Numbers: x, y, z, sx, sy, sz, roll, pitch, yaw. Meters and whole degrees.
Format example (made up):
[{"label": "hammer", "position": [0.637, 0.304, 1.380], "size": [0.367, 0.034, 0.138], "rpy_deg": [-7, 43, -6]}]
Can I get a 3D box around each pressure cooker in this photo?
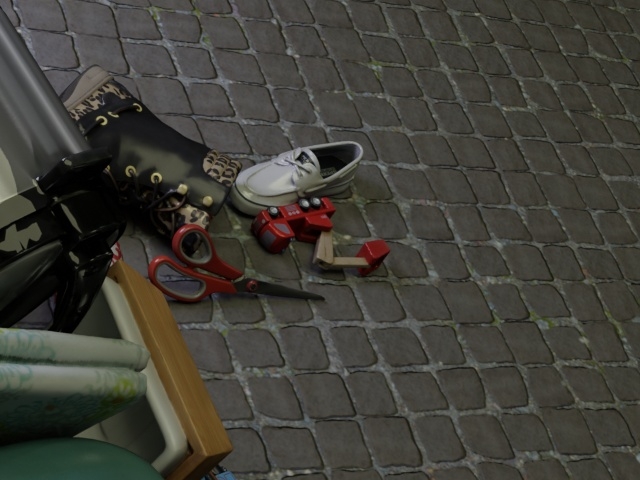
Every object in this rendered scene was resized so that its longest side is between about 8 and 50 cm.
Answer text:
[{"label": "pressure cooker", "position": [-0.438, -0.035, 1.774], "size": [0.375, 0.370, 0.420], "rpy_deg": [-32, 83, -15]}]

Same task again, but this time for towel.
[{"label": "towel", "position": [-0.413, 0.180, 1.661], "size": [0.374, 0.320, 0.090], "rpy_deg": [8, 58, -46]}]

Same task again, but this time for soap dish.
[{"label": "soap dish", "position": [-0.243, 0.207, 1.876], "size": [0.118, 0.229, 0.291], "rpy_deg": [10, 44, -49]}]

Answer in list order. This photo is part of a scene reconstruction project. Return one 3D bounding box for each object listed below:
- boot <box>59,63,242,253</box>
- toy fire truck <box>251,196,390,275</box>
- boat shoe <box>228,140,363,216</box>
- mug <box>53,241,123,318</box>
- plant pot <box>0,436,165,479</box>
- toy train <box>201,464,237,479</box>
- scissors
[{"label": "boot", "position": [-0.286, -0.078, 2.186], "size": [0.284, 0.138, 0.377], "rpy_deg": [30, 35, -4]}, {"label": "toy fire truck", "position": [0.000, 0.000, 2.356], "size": [0.192, 0.047, 0.135], "rpy_deg": [-13, 60, -40]}, {"label": "boat shoe", "position": [-0.037, -0.110, 2.409], "size": [0.258, 0.084, 0.095], "rpy_deg": [-23, 66, -44]}, {"label": "mug", "position": [-0.303, 0.089, 2.054], "size": [0.113, 0.150, 0.169], "rpy_deg": [-15, 47, 2]}, {"label": "plant pot", "position": [-0.287, 0.347, 1.665], "size": [0.235, 0.293, 0.293], "rpy_deg": [-17, 61, -50]}, {"label": "toy train", "position": [-0.127, 0.346, 1.920], "size": [0.105, 0.080, 0.184], "rpy_deg": [-11, 55, -50]}, {"label": "scissors", "position": [-0.121, 0.070, 2.221], "size": [0.297, 0.109, 0.021], "rpy_deg": [30, -3, -37]}]
